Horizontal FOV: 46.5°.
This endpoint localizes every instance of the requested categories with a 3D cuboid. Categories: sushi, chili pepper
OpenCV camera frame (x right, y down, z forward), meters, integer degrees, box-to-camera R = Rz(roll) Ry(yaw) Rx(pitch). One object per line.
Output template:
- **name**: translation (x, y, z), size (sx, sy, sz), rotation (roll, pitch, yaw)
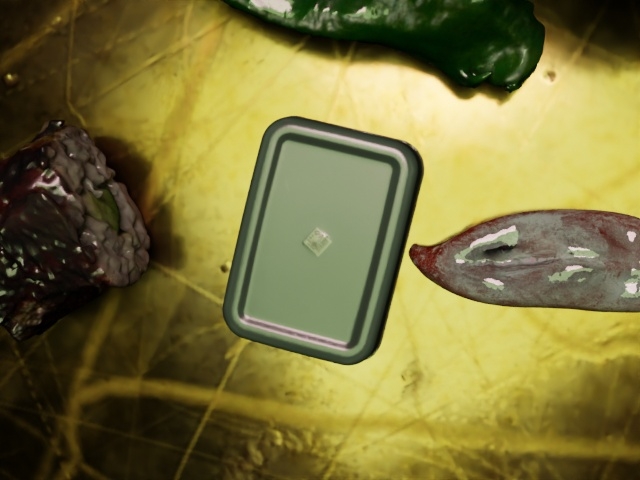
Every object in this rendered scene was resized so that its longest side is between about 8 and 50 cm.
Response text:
- **sushi**: translation (-0.143, -0.007, 0.394), size (0.084, 0.098, 0.094), rotation (-28, 108, 12)
- **chili pepper**: translation (0.014, -0.139, 0.374), size (0.216, 0.062, 0.108), rotation (34, 103, 4)
- **chili pepper**: translation (0.121, 0.010, 0.376), size (0.153, 0.041, 0.050), rotation (3, 51, 8)

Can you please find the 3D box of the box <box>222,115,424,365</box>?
- **box**: translation (0.000, 0.000, 0.396), size (0.091, 0.031, 0.126), rotation (15, 94, 6)
